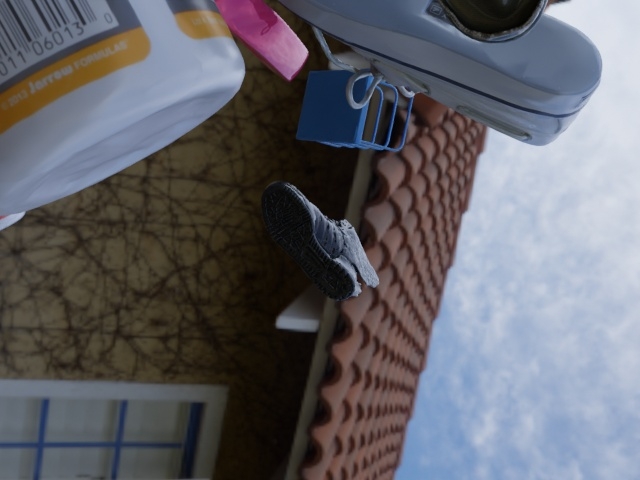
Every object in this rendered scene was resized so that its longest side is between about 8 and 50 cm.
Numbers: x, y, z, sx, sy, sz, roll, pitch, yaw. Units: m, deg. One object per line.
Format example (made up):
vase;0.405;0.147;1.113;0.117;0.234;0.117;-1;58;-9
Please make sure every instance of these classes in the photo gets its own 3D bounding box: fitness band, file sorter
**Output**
fitness band;-0.115;-0.264;0.893;0.054;0.209;0.291;-56;168;6
file sorter;0.057;-0.213;1.330;0.170;0.105;0.118;14;-86;55

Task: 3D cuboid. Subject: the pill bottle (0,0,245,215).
pill bottle;-0.170;-0.166;0.405;0.278;0.162;0.162;61;-22;-4

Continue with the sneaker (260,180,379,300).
sneaker;0.002;-0.001;0.834;0.051;0.170;0.089;-29;-163;23

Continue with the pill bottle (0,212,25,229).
pill bottle;-0.438;-0.109;0.914;0.124;0.124;0.221;-146;-144;-67

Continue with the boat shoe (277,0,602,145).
boat shoe;0.092;-0.199;0.826;0.135;0.367;0.156;-61;171;-28

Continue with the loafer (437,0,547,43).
loafer;0.087;-0.223;0.454;0.087;0.095;0.251;-68;150;-49
